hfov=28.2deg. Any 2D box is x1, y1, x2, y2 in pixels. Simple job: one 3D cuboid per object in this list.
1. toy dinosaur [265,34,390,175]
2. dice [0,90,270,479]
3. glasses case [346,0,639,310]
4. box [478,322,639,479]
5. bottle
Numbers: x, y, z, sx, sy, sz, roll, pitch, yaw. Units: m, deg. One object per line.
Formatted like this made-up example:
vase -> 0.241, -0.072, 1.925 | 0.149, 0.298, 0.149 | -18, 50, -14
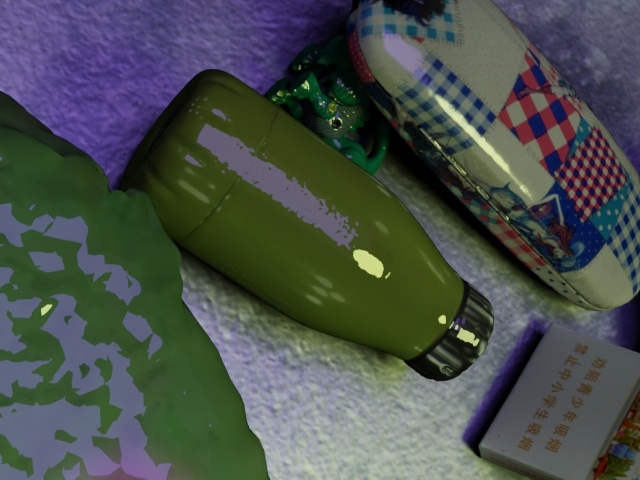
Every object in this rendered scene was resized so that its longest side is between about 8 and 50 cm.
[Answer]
toy dinosaur -> 0.020, -0.095, 0.919 | 0.132, 0.059, 0.096 | -49, 114, -23
dice -> -0.232, 0.126, 0.576 | 0.318, 0.322, 0.330 | -30, 93, -30
glasses case -> 0.141, -0.075, 0.937 | 0.327, 0.076, 0.125 | 43, 54, -24
box -> 0.236, 0.141, 0.892 | 0.122, 0.220, 0.032 | -53, 144, -28
bottle -> 0.000, 0.000, 0.847 | 0.260, 0.112, 0.112 | 36, 64, -16
